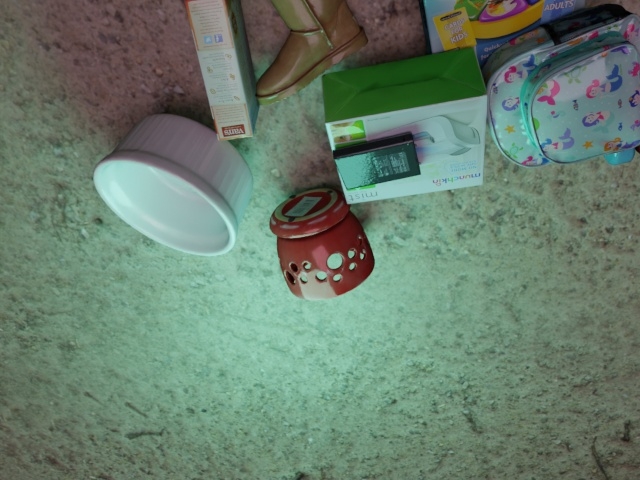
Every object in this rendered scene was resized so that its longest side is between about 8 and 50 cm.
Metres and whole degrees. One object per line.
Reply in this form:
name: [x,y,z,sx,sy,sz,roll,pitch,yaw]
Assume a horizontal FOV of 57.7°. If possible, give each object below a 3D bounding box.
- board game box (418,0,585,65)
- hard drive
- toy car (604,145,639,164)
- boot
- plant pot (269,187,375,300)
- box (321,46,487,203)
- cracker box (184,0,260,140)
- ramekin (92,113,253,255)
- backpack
board game box: [0.271,-0.434,0.890,0.253,0.079,0.336,-16,142,10]
hard drive: [0.097,-0.132,0.992,0.135,0.022,0.094,-11,146,12]
toy car: [0.646,-0.202,1.015,0.219,0.238,0.210,-13,123,9]
boot: [-0.073,-0.398,0.970,0.236,0.089,0.269,-35,120,1]
plant pot: [0.000,0.000,1.175,0.191,0.191,0.174,-14,119,8]
box: [0.151,-0.196,1.037,0.262,0.127,0.231,-8,145,8]
cracker box: [-0.159,-0.308,0.988,0.067,0.156,0.232,-7,123,4]
ramekin: [-0.259,-0.103,1.077,0.277,0.135,0.277,17,150,10]
backpack: [0.396,-0.237,0.953,0.253,0.191,0.225,-13,123,20]
